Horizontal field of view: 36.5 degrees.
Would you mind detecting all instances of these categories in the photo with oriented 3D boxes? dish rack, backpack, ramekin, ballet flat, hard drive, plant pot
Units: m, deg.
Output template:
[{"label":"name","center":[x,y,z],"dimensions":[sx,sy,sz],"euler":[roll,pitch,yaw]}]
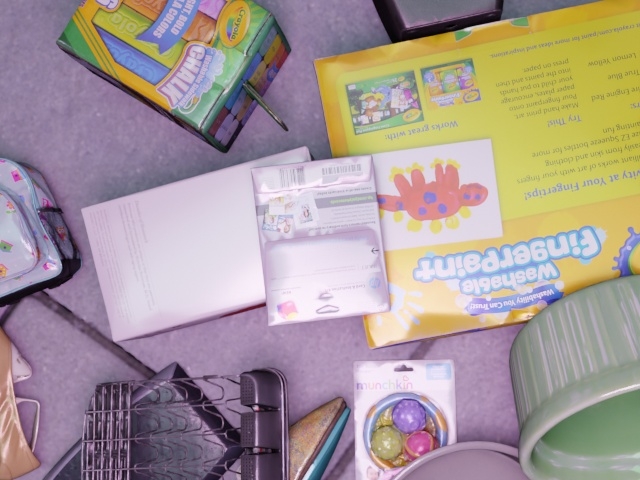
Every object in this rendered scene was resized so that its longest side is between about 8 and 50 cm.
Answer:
[{"label":"dish rack","center":[-0.176,0.267,1.219],"dimensions":[0.272,0.074,0.208],"euler":[-7,74,22]},{"label":"backpack","center":[-0.434,-0.017,1.303],"dimensions":[0.166,0.144,0.188],"euler":[-21,81,9]},{"label":"ramekin","center":[0.369,0.169,1.141],"dimensions":[0.304,0.303,0.148],"euler":[-11,53,4]},{"label":"ballet flat","center":[-0.073,0.351,1.253],"dimensions":[0.123,0.123,0.348],"euler":[21,85,6]},{"label":"hard drive","center":[-0.244,0.304,1.305],"dimensions":[0.255,0.054,0.172],"euler":[-42,83,1]},{"label":"ballet flat","center":[-0.426,0.208,1.329],"dimensions":[0.073,0.080,0.232],"euler":[-6,88,-24]},{"label":"plant pot","center":[0.152,-0.337,1.246],"dimensions":[0.188,0.187,0.166],"euler":[-12,82,4]}]

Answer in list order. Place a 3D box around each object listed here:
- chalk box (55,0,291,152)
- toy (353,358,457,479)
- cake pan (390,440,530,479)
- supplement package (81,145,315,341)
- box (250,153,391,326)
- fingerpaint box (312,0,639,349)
[{"label":"chalk box","center":[-0.158,-0.240,1.276],"dimensions":[0.289,0.180,0.179],"euler":[31,89,5]},{"label":"toy","center":[0.113,0.277,1.276],"dimensions":[0.137,0.056,0.237],"euler":[-1,86,3]},{"label":"cake pan","center":[0.187,0.393,1.232],"dimensions":[0.293,0.054,0.293],"euler":[0,93,-8]},{"label":"supplement package","center":[-0.126,0.009,1.254],"dimensions":[0.293,0.177,0.175],"euler":[-16,85,4]},{"label":"box","center":[0.000,0.000,1.139],"dimensions":[0.145,0.038,0.186],"euler":[-7,86,0]},{"label":"fingerpaint box","center":[0.246,-0.081,1.237],"dimensions":[0.445,0.163,0.371],"euler":[-12,84,4]}]
